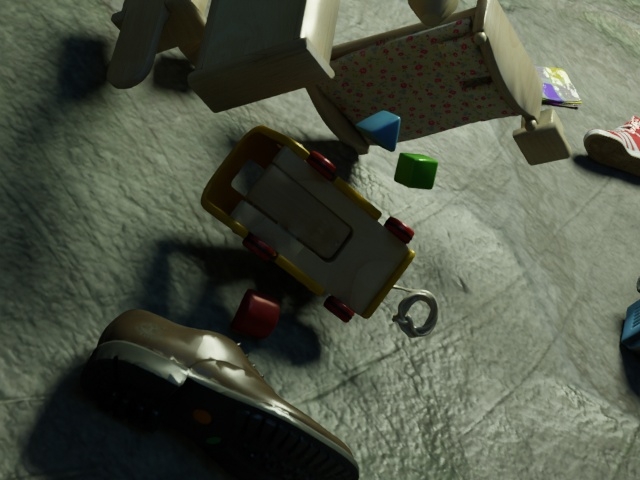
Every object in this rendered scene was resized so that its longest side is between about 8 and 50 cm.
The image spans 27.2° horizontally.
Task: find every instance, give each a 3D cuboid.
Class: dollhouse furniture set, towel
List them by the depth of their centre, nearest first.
[{"bbox_3d":[0.023,-0.109,1.214,0.355,0.303,0.173,48,41,-43],"label":"dollhouse furniture set"},{"bbox_3d":[0.278,-0.189,1.601,0.083,0.009,0.060,2,55,-38],"label":"towel"}]

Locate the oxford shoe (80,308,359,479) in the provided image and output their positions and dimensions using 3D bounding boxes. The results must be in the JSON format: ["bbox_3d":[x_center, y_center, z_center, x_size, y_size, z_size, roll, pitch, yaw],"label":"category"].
[{"bbox_3d":[-0.063,0.118,1.009,0.227,0.083,0.096,33,37,-13],"label":"oxford shoe"}]

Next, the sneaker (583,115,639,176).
[{"bbox_3d":[0.352,-0.123,1.579,0.118,0.042,0.067,21,48,-35],"label":"sneaker"}]

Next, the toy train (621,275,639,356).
[{"bbox_3d":[0.405,0.105,1.403,0.184,0.080,0.105,35,50,-13],"label":"toy train"}]

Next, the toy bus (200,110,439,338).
[{"bbox_3d":[-0.005,-0.011,1.143,0.191,0.202,0.104,-10,20,-23],"label":"toy bus"}]
